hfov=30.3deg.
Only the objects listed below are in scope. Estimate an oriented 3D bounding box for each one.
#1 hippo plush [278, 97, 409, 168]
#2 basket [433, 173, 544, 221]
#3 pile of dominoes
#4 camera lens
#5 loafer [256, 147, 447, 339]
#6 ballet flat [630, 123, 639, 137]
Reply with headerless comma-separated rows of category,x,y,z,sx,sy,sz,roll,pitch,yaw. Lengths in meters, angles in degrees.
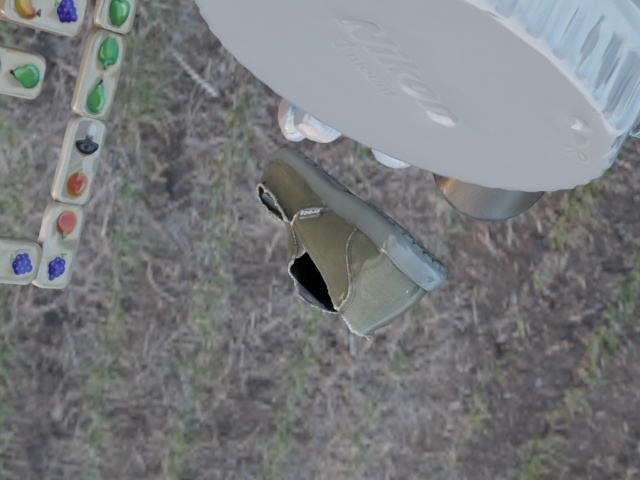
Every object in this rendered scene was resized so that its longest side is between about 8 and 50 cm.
hippo plush,0.093,-0.248,1.846,0.236,0.234,0.294,24,107,-24
basket,0.248,-0.154,1.402,0.154,0.204,0.227,36,151,4
pile of dominoes,-0.187,-0.092,0.701,0.040,0.251,0.196,18,-173,37
camera lens,0.088,-0.188,0.535,0.219,0.274,0.219,24,166,6
loafer,0.000,0.000,0.905,0.094,0.251,0.087,40,89,-27
ballet flat,0.380,-0.216,1.421,0.070,0.188,0.070,-4,175,0
